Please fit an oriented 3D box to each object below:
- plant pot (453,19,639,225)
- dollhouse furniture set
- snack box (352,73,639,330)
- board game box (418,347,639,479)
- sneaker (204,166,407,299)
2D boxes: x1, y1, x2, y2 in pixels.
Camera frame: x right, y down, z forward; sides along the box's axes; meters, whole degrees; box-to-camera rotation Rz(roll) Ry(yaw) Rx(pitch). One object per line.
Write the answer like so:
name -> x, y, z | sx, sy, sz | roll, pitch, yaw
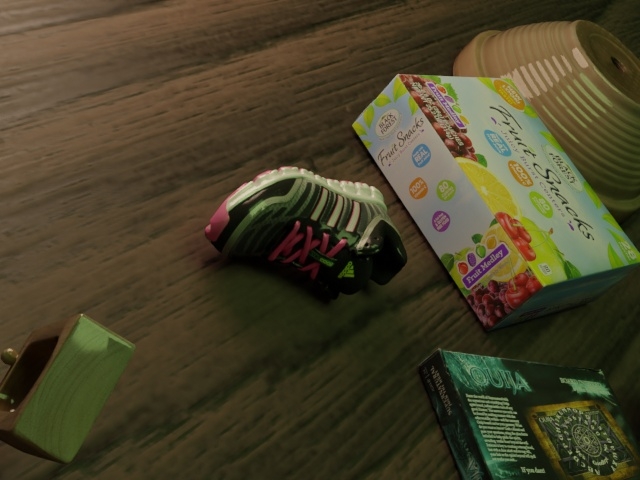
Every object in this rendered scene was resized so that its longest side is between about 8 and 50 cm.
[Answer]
plant pot -> 0.254, -0.137, 1.123 | 0.237, 0.110, 0.237 | 27, 38, -23
dollhouse furniture set -> -0.167, 0.075, 0.424 | 0.123, 0.144, 0.151 | 33, 72, -16
snack box -> 0.148, -0.038, 0.941 | 0.174, 0.070, 0.207 | -7, 60, -49
board game box -> 0.161, 0.142, 0.802 | 0.186, 0.026, 0.126 | 12, 45, -39
sneaker -> 0.000, 0.000, 0.750 | 0.170, 0.063, 0.075 | 2, 46, -52
